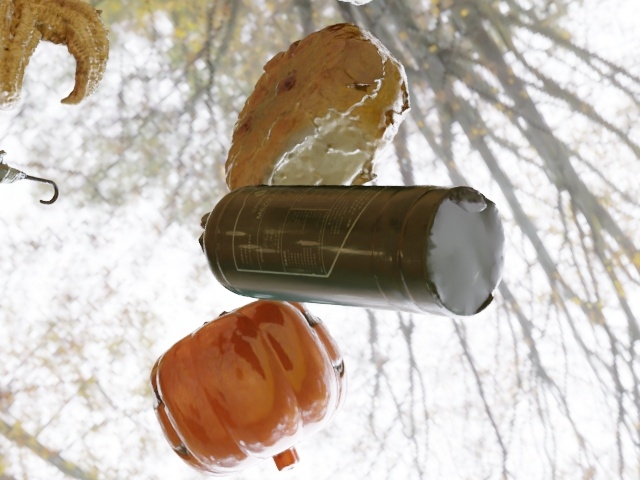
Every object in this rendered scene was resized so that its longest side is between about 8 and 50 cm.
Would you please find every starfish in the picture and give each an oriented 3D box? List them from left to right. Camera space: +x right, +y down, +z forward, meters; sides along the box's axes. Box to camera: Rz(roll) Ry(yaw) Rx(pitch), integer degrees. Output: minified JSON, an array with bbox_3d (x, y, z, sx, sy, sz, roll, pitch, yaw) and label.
[{"bbox_3d":[-0.261,-0.199,1.001,0.071,0.216,0.238,-54,-167,29],"label":"starfish"}]

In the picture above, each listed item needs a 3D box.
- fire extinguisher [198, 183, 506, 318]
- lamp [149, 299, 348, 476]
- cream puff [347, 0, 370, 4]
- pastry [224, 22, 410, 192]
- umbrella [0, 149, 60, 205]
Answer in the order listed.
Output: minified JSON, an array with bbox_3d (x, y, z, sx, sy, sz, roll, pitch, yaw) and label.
[{"bbox_3d":[0.000,0.000,0.986,0.311,0.095,0.114,1,-145,44],"label":"fire extinguisher"},{"bbox_3d":[-0.065,0.146,1.198,0.188,0.163,0.187,-27,176,-2],"label":"lamp"},{"bbox_3d":[0.032,-0.337,1.376,0.146,0.146,0.116,-17,-137,22],"label":"cream puff"},{"bbox_3d":[-0.008,-0.107,1.163,0.229,0.100,0.218,-24,-146,44],"label":"pastry"},{"bbox_3d":[-0.375,-0.088,1.273,0.044,0.269,0.044,12,-96,44],"label":"umbrella"}]
